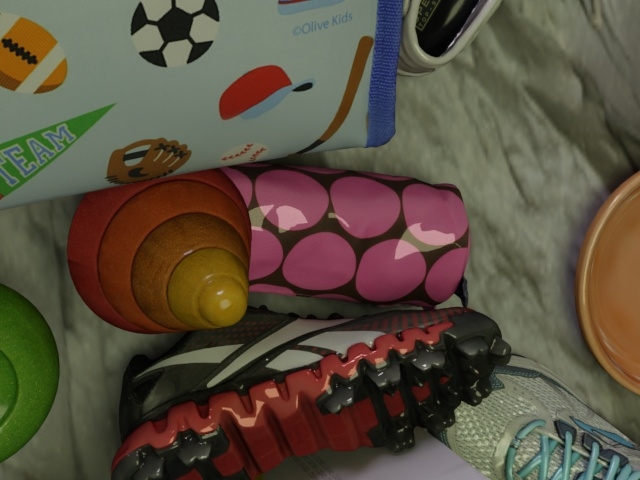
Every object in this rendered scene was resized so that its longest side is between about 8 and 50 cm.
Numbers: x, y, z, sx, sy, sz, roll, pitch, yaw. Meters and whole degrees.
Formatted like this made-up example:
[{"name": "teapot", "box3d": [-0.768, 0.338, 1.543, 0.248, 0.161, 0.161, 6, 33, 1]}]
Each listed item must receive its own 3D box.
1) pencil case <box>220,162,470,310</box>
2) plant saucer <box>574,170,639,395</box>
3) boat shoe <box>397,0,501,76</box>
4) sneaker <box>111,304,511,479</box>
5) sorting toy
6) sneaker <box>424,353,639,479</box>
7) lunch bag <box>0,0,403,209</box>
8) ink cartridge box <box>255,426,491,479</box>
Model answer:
[{"name": "pencil case", "box3d": [0.000, 0.000, 0.862, 0.209, 0.095, 0.098, 7, 121, -18]}, {"name": "plant saucer", "box3d": [0.288, 0.029, 0.991, 0.200, 0.037, 0.200, -3, 100, -18]}, {"name": "boat shoe", "box3d": [0.118, -0.237, 0.858, 0.096, 0.088, 0.267, 33, 87, -20]}, {"name": "sneaker", "box3d": [-0.015, 0.088, 0.836, 0.276, 0.135, 0.097, -19, 135, -3]}, {"name": "sorting toy", "box3d": [-0.176, 0.085, 0.697, 0.365, 0.126, 0.127, -33, 118, -14]}, {"name": "sneaker", "box3d": [0.206, 0.176, 0.942, 0.283, 0.122, 0.110, 29, 89, -21]}, {"name": "lunch bag", "box3d": [-0.125, -0.219, 0.639, 0.328, 0.239, 0.385, -11, 128, -20]}, {"name": "ink cartridge box", "box3d": [-0.014, 0.265, 0.840, 0.270, 0.197, 0.198, -23, 106, -15]}]
